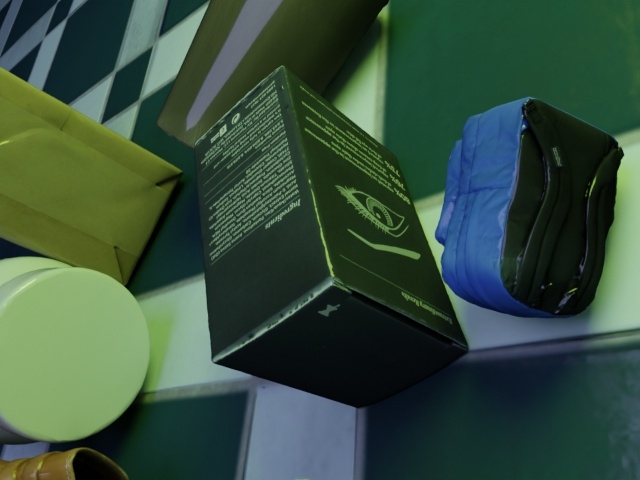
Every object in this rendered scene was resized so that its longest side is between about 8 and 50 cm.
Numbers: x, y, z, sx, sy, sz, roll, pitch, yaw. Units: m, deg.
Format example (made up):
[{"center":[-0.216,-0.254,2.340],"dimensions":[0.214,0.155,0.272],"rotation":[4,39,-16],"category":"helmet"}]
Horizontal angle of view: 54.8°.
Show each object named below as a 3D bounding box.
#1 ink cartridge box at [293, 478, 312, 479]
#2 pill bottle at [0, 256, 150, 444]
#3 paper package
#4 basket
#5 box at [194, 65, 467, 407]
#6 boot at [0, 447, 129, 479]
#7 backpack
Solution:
[{"center":[-0.002,0.290,0.219],"dimensions":[0.223,0.129,0.308],"rotation":[24,114,50],"category":"ink cartridge box"},{"center":[-0.370,0.124,0.726],"dimensions":[0.361,0.204,0.204],"rotation":[-6,64,44],"category":"pill bottle"},{"center":[-0.393,-0.106,0.804],"dimensions":[0.324,0.309,0.168],"rotation":[23,85,48],"category":"paper package"},{"center":[-0.062,-0.188,0.646],"dimensions":[0.204,0.154,0.227],"rotation":[36,98,51],"category":"basket"},{"center":[0.000,0.000,0.466],"dimensions":[0.108,0.153,0.207],"rotation":[-35,46,26],"category":"box"},{"center":[-0.288,0.224,0.547],"dimensions":[0.220,0.283,0.109],"rotation":[-28,13,32],"category":"boot"},{"center":[0.127,-0.011,0.393],"dimensions":[0.101,0.097,0.120],"rotation":[-14,65,65],"category":"backpack"}]
